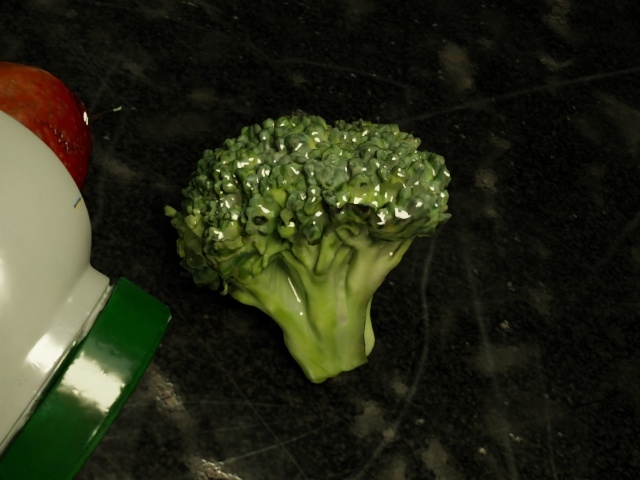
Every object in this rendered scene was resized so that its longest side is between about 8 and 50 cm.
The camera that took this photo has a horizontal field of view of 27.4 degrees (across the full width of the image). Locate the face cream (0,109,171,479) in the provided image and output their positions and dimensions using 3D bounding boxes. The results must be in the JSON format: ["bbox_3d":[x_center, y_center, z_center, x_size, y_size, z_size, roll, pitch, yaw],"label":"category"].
[{"bbox_3d":[-0.317,0.041,1.008,0.357,0.219,0.312,35,79,-10],"label":"face cream"}]

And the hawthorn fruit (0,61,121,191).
[{"bbox_3d":[-0.281,-0.082,1.212,0.235,0.181,0.181,-21,62,-40],"label":"hawthorn fruit"}]

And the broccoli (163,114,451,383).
[{"bbox_3d":[0.000,0.000,1.246,0.248,0.246,0.288,-26,26,-13],"label":"broccoli"}]
